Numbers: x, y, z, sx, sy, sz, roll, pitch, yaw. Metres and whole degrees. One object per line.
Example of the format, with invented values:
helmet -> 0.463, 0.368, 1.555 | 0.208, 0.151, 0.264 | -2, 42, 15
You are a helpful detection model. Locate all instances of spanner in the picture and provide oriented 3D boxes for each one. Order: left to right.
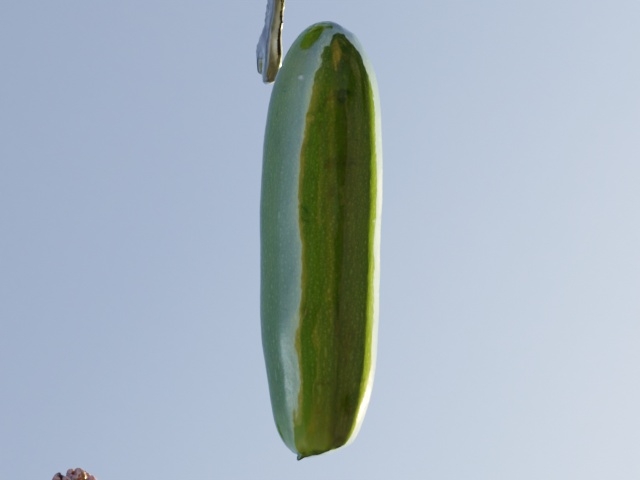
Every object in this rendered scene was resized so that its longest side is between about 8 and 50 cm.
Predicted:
spanner -> -0.027, -0.270, 1.274 | 0.017, 0.071, 0.302 | 2, -60, -12

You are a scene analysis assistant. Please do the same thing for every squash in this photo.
squash -> 0.000, 0.000, 1.008 | 0.082, 0.082, 0.292 | 10, -103, -43

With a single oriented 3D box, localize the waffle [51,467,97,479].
waffle -> -0.185, 0.208, 1.125 | 0.075, 0.029, 0.083 | -53, -53, -24
